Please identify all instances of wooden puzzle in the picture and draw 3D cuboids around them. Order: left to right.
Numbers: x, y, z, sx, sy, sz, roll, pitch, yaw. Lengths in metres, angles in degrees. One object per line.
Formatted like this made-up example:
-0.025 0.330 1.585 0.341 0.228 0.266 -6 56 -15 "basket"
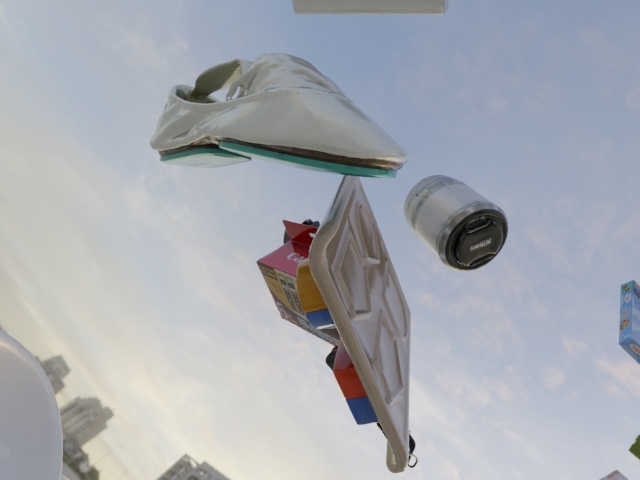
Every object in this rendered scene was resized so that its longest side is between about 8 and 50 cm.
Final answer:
0.056 0.083 0.668 0.081 0.322 0.347 -12 -68 17 "wooden puzzle"

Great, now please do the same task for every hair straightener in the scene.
0.084 0.277 0.775 0.047 0.089 0.230 -36 -98 13 "hair straightener"

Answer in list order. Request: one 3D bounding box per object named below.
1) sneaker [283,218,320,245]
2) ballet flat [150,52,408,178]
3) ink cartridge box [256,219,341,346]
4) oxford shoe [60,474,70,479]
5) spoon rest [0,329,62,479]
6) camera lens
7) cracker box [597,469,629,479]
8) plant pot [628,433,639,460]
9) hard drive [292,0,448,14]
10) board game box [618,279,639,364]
0.000 0.000 1.462 0.098 0.276 0.134 -21 -110 54 "sneaker"
-0.076 -0.144 0.531 0.401 0.139 0.139 12 -54 45 "ballet flat"
-0.020 0.107 1.215 0.310 0.130 0.271 14 -49 52 "ink cartridge box"
-0.249 0.307 0.428 0.450 0.169 0.130 -2 -46 41 "oxford shoe"
-0.171 0.067 0.149 0.084 0.137 0.276 -11 -35 7 "spoon rest"
0.397 -0.055 1.401 0.274 0.220 0.219 -123 -158 -55 "camera lens"
0.300 0.358 0.548 0.067 0.232 0.155 44 -74 40 "cracker box"
0.786 0.507 1.120 0.079 0.083 0.083 34 -41 38 "plant pot"
0.077 -0.520 0.854 0.308 0.040 0.202 13 -43 24 "hard drive"
0.745 0.211 1.062 0.160 0.211 0.039 44 -44 -2 "board game box"
